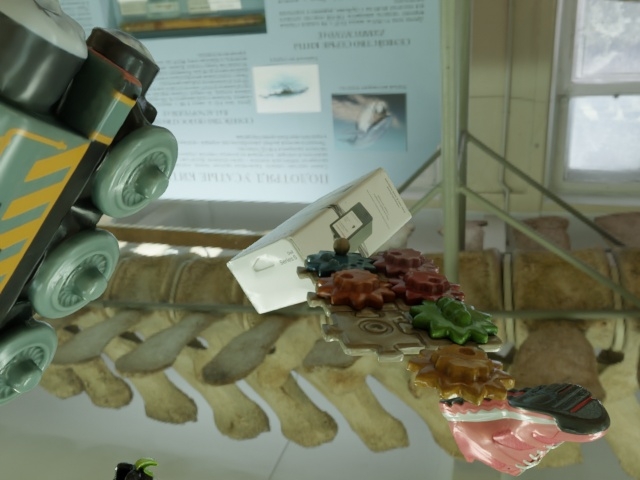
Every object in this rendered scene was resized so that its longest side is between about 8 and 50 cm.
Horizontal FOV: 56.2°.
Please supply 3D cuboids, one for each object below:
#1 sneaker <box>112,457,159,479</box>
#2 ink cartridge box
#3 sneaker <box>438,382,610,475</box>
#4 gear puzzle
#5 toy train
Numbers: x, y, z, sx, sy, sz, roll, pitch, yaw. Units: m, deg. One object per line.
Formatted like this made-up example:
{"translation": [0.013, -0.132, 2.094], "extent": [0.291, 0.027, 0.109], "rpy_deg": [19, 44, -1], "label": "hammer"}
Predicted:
{"translation": [-0.257, 0.313, 0.602], "extent": [0.234, 0.097, 0.084], "rpy_deg": [-40, -153, -25], "label": "sneaker"}
{"translation": [0.000, 0.000, 1.065], "extent": [0.198, 0.115, 0.273], "rpy_deg": [-22, -168, 49], "label": "ink cartridge box"}
{"translation": [0.329, 0.308, 0.959], "extent": [0.116, 0.136, 0.314], "rpy_deg": [-13, 176, -32], "label": "sneaker"}
{"translation": [0.082, 0.064, 0.611], "extent": [0.175, 0.044, 0.339], "rpy_deg": [1, -162, -12], "label": "gear puzzle"}
{"translation": [-0.230, -0.005, 0.393], "extent": [0.142, 0.334, 0.190], "rpy_deg": [36, -175, 12], "label": "toy train"}
